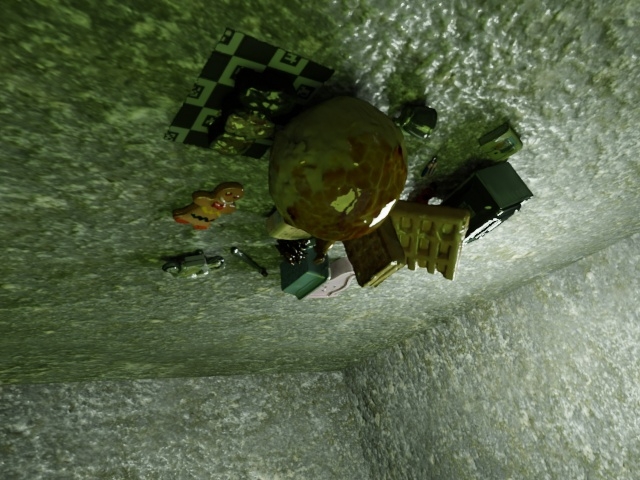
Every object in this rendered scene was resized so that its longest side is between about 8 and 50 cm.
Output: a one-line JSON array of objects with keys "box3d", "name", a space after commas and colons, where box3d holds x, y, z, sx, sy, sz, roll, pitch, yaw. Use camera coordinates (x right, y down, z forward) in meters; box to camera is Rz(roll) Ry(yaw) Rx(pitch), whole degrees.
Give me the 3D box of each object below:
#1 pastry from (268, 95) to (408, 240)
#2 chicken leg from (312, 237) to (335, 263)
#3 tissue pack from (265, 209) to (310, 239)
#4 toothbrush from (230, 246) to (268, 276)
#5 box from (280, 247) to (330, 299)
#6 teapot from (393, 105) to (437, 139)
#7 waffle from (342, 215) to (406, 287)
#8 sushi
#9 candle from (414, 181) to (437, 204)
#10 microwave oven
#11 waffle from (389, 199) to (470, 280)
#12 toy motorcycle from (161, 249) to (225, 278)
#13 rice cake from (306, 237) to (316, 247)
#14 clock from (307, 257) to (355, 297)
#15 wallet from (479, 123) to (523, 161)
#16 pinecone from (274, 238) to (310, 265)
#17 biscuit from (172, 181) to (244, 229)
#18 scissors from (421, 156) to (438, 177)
[{"box3d": [0.052, -0.169, 1.335, 0.389, 0.312, 0.388, -30, 161, -11], "name": "pastry"}, {"box3d": [0.003, 0.001, 1.847, 0.101, 0.207, 0.085, 32, 134, -13], "name": "chicken leg"}, {"box3d": [-0.058, -0.086, 1.737, 0.186, 0.090, 0.222, 3, 151, -39], "name": "tissue pack"}, {"box3d": [-0.279, 0.088, 2.039, 0.030, 0.030, 0.297, -44, 151, -1], "name": "toothbrush"}, {"box3d": [-0.064, 0.128, 2.100, 0.130, 0.162, 0.227, 18, 140, -32], "name": "box"}, {"box3d": [0.257, -0.324, 1.434, 0.091, 0.092, 0.124, 14, 138, -19], "name": "teapot"}, {"box3d": [0.164, -0.010, 1.763, 0.091, 0.307, 0.213, -4, 153, -32], "name": "waffle"}, {"box3d": [-0.171, -0.291, 1.242, 0.296, 0.099, 0.373, 7, 147, -38], "name": "sushi"}, {"box3d": [0.359, -0.110, 1.969, 0.051, 0.048, 0.329, -14, 156, -23], "name": "candle"}, {"box3d": [0.578, -0.116, 1.873, 0.238, 0.181, 0.295, -20, 162, -37], "name": "microwave oven"}, {"box3d": [0.344, -0.014, 1.856, 0.349, 0.077, 0.304, 10, 134, 15], "name": "waffle"}, {"box3d": [-0.469, 0.101, 1.907, 0.229, 0.074, 0.151, -9, 156, -18], "name": "toy motorcycle"}, {"box3d": [0.001, -0.002, 2.005, 0.171, 0.033, 0.029, -20, 158, 7], "name": "rice cake"}, {"box3d": [0.008, 0.170, 2.308, 0.291, 0.080, 0.275, 1, 149, -34], "name": "clock"}, {"box3d": [0.596, -0.316, 1.694, 0.110, 0.039, 0.155, -31, 150, 27], "name": "wallet"}, {"box3d": [-0.097, 0.024, 1.898, 0.121, 0.140, 0.140, -45, 153, -4], "name": "pinecone"}, {"box3d": [-0.339, -0.105, 1.603, 0.250, 0.036, 0.165, -29, 153, 26], "name": "biscuit"}, {"box3d": [0.373, -0.247, 1.738, 0.039, 0.012, 0.113, -10, 154, -13], "name": "scissors"}]
